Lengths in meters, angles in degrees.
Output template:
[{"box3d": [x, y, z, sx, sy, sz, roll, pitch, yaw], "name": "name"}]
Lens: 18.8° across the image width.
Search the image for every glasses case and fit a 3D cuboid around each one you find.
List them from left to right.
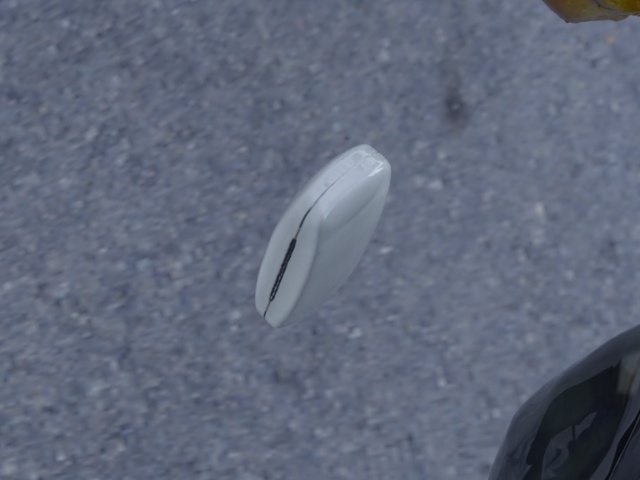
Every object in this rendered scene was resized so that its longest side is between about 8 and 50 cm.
[{"box3d": [0.000, 0.000, 0.557, 0.032, 0.083, 0.021, -37, 76, -26], "name": "glasses case"}]

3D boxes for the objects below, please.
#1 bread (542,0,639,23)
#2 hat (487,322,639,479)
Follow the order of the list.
[{"box3d": [0.050, -0.186, 0.573, 0.271, 0.077, 0.139, 48, 62, -36], "name": "bread"}, {"box3d": [0.176, 0.074, 0.639, 0.257, 0.366, 0.382, 35, 25, -8], "name": "hat"}]
